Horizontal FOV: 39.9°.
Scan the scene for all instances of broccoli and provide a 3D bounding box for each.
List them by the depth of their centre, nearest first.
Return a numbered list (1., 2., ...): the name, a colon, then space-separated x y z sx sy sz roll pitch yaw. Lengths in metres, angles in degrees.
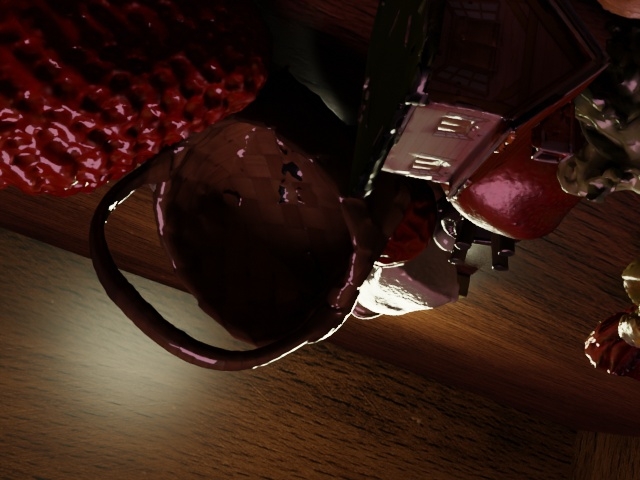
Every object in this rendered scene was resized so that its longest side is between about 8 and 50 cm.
1. broccoli: 0.339 -0.061 0.714 0.288 0.246 0.248 6 157 36

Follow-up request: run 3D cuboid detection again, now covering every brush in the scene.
1. brush: 0.218 0.095 1.852 0.103 0.047 0.233 19 167 -12

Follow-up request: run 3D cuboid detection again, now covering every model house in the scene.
1. model house: 0.126 -0.148 0.719 0.153 0.207 0.294 11 166 -4

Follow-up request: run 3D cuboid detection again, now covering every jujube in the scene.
1. jujube: 0.061 -0.055 1.203 0.174 0.174 0.250 8 159 29

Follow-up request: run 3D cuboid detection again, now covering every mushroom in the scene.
1. mushroom: 0.143 0.069 1.653 0.154 0.138 0.407 6 170 -10

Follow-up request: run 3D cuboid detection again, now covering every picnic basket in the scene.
1. picnic basket: -0.100 0.010 0.998 0.293 0.337 0.337 44 168 8

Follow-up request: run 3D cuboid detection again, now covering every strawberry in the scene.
1. strawberry: -0.224 -0.192 0.907 0.351 0.267 0.312 -11 -161 -12

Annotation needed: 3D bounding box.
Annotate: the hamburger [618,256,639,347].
1. hamburger: 0.581 0.100 1.245 0.318 0.158 0.319 14 165 4

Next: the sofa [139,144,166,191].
1. sofa: -0.140 -0.137 1.291 0.225 0.176 0.210 -16 160 7

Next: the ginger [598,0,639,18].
1. ginger: 0.325 -0.217 0.453 0.363 0.122 0.348 18 165 16

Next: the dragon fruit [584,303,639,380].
1. dragon fruit: 0.590 0.156 1.529 0.316 0.152 0.205 12 -172 -21

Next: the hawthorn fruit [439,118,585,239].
1. hawthorn fruit: 0.195 -0.092 0.944 0.188 0.169 0.169 25 163 -35

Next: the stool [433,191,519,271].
1. stool: 0.218 -0.024 1.257 0.125 0.121 0.217 19 161 -23

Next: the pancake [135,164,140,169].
1. pancake: -0.209 -0.115 1.513 0.376 0.054 0.197 18 164 1
